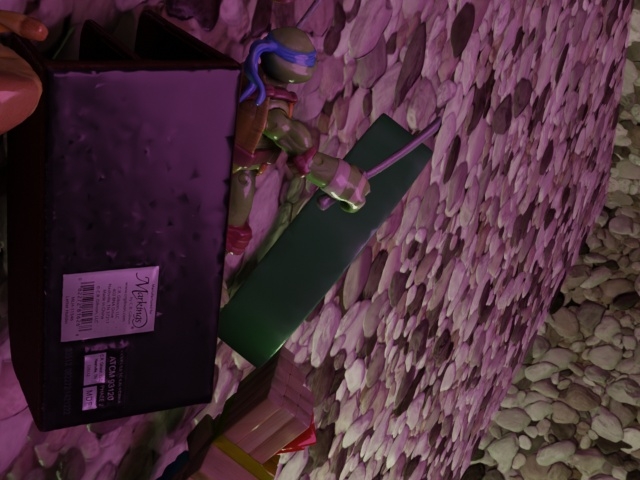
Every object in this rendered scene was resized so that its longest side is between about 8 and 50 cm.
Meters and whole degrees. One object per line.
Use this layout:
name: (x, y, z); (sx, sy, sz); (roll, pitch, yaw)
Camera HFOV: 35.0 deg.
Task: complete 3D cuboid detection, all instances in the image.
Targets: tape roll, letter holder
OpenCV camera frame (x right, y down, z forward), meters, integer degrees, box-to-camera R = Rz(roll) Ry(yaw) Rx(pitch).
tape roll: (0.000, 0.000, 1.171); (0.321, 0.077, 0.321); (-52, -179, 1)
letter holder: (-0.189, -0.031, 0.864); (0.152, 0.214, 0.301); (-6, 117, -29)

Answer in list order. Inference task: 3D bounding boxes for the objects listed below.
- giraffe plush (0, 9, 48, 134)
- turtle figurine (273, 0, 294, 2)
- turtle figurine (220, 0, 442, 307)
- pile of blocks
giraffe plush: (-0.277, -0.067, 0.645); (0.210, 0.181, 0.170); (-98, -152, -63)
turtle figurine: (-0.007, -0.363, 1.020); (0.269, 0.087, 0.217); (-45, 147, -43)
turtle figurine: (-0.042, -0.076, 0.982); (0.266, 0.198, 0.275); (-52, 174, 24)
pile of blocks: (-0.121, 0.297, 1.192); (0.362, 0.112, 0.149); (-48, -167, 2)
